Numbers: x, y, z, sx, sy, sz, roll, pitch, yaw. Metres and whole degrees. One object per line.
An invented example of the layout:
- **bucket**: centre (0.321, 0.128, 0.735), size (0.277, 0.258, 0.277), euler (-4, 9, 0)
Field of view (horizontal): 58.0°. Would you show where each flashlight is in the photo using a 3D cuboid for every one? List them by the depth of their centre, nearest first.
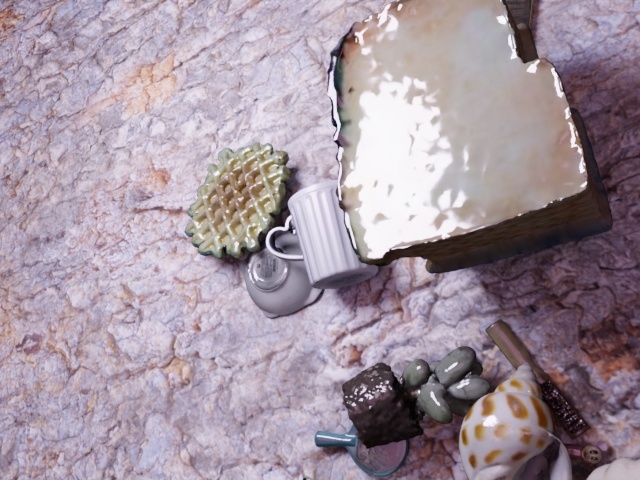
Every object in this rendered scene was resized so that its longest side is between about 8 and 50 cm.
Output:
- **flashlight**: centre (0.450, 0.375, 1.026), size (0.110, 0.031, 0.052), euler (1, 78, 25)

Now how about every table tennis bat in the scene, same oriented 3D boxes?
- **table tennis bat**: centre (0.083, 0.414, 1.187), size (0.201, 0.033, 0.124), euler (-3, 73, 19)

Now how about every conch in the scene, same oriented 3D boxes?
- **conch**: centre (0.334, 0.350, 1.002), size (0.182, 0.149, 0.275), euler (19, 87, 2)

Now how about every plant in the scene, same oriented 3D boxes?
- **plant**: centre (0.183, 0.293, 1.100), size (0.274, 0.149, 0.146), euler (-17, 114, 5)

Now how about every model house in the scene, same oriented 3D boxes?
- **model house**: centre (0.272, -0.175, 1.061), size (0.395, 0.400, 0.446), euler (-22, 70, 31)

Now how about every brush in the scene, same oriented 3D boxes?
- **brush**: centre (0.401, 0.253, 1.079), size (0.043, 0.036, 0.248), euler (-37, 65, 5)

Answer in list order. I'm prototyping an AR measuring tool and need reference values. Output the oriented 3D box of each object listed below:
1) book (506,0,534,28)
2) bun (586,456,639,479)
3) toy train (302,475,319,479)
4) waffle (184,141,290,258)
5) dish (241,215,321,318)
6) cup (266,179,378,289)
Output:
- **book**: centre (0.383, -0.480, 1.277), size (0.160, 0.024, 0.228), euler (5, 79, 26)
- **bun**: centre (0.537, 0.431, 0.907), size (0.263, 0.175, 0.263), euler (15, 124, 24)
- **toy train**: centre (0.036, 0.529, 1.124), size (0.200, 0.132, 0.083), euler (19, 91, 29)
- **waffle**: centre (-0.205, -0.099, 1.405), size (0.291, 0.056, 0.309), euler (5, 72, 38)
- **dish**: centre (-0.098, 0.056, 1.332), size (0.224, 0.078, 0.246), euler (16, 84, 28)
- **cup**: centre (0.012, 0.000, 1.259), size (0.221, 0.167, 0.202), euler (-25, 70, 35)
